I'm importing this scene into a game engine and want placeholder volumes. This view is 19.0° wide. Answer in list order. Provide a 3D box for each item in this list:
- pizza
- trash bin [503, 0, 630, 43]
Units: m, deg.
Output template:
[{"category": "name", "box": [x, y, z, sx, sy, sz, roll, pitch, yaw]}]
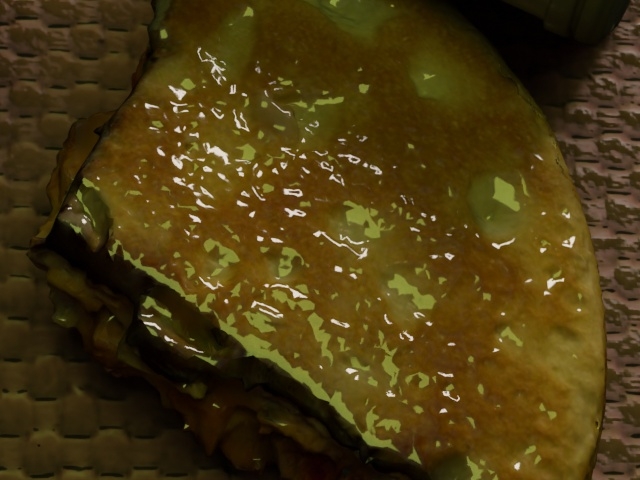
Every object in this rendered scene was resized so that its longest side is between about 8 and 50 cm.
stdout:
[{"category": "pizza", "box": [0.000, 0.000, 0.937, 0.278, 0.114, 0.409, -21, 66, -19]}, {"category": "trash bin", "box": [0.063, -0.208, 1.006, 0.247, 0.243, 0.121, 25, 104, 8]}]
